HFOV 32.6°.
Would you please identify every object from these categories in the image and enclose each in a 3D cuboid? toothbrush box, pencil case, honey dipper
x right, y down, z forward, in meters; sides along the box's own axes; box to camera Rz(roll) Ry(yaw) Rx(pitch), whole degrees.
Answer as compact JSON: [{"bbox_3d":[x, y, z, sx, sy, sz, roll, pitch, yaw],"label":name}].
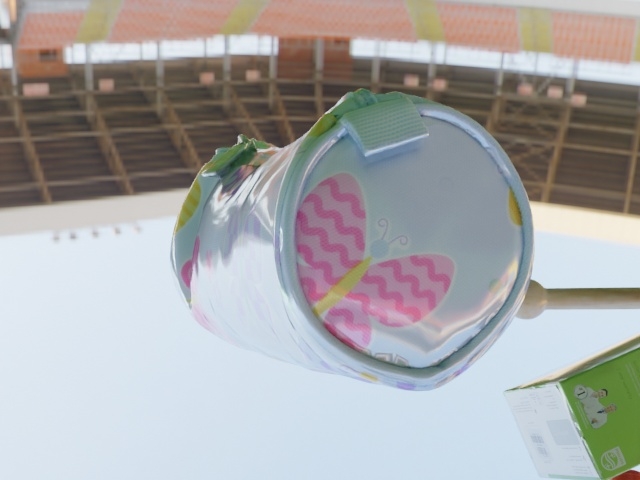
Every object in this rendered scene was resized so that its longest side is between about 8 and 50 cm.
[{"bbox_3d":[0.387,0.171,1.279,0.283,0.122,0.206,-23,173,-12],"label":"toothbrush box"},{"bbox_3d":[0.000,0.000,0.547,0.113,0.124,0.273,-1,-179,-17],"label":"pencil case"},{"bbox_3d":[0.160,0.025,0.474,0.160,0.030,0.030,-1,-157,0],"label":"honey dipper"}]

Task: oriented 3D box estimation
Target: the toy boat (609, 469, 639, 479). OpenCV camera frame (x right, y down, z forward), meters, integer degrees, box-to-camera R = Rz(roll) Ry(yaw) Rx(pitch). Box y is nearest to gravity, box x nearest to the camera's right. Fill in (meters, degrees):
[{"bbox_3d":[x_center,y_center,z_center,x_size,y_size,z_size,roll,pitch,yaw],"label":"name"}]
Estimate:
[{"bbox_3d":[0.480,0.321,1.245,0.318,0.267,0.148,-15,-129,26],"label":"toy boat"}]
